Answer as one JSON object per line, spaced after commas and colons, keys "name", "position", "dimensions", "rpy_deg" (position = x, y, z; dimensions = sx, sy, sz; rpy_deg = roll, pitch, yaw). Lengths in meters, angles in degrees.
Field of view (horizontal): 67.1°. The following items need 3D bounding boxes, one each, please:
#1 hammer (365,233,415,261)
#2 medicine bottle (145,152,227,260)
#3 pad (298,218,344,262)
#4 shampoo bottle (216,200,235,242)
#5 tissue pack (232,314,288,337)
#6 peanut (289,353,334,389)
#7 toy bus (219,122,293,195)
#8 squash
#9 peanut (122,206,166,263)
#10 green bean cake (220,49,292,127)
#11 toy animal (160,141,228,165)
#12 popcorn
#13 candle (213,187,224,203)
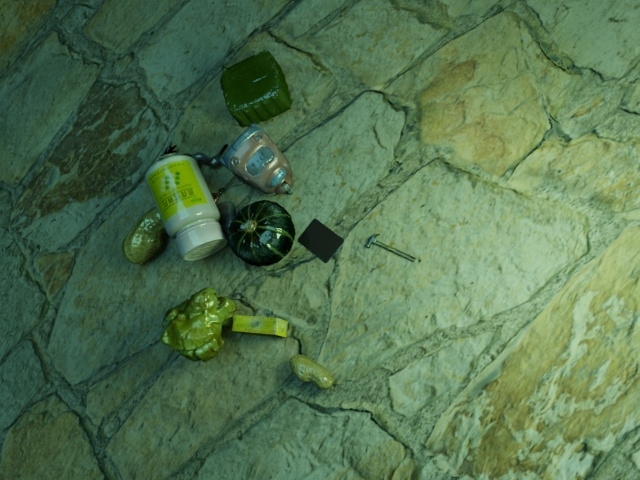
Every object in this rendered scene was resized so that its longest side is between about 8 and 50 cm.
{"name": "hammer", "position": [0.250, 0.028, 1.696], "dimensions": [0.182, 0.017, 0.062], "rpy_deg": [25, 83, 22]}
{"name": "medicine bottle", "position": [-0.517, -0.127, 1.871], "dimensions": [0.214, 0.213, 0.378], "rpy_deg": [-29, 78, 9]}
{"name": "pad", "position": [0.000, 0.000, 1.798], "dimensions": [0.157, 0.003, 0.112], "rpy_deg": [38, 88, 24]}
{"name": "shampoo bottle", "position": [-0.374, -0.073, 1.930], "dimensions": [0.080, 0.040, 0.165], "rpy_deg": [-20, 68, 18]}
{"name": "tissue pack", "position": [-0.216, 0.308, 1.730], "dimensions": [0.176, 0.095, 0.062], "rpy_deg": [2, 74, 19]}
{"name": "peanut", "position": [-0.033, 0.449, 1.634], "dimensions": [0.175, 0.080, 0.080], "rpy_deg": [25, 84, 25]}
{"name": "toy bus", "position": [-0.213, -0.276, 1.806], "dimensions": [0.232, 0.294, 0.197], "rpy_deg": [41, 87, 15]}
{"name": "squash", "position": [-0.218, -0.025, 1.795], "dimensions": [0.252, 0.165, 0.252], "rpy_deg": [-7, 69, 20]}
{"name": "peanut", "position": [-0.692, -0.038, 1.987], "dimensions": [0.147, 0.147, 0.305], "rpy_deg": [28, 80, 24]}
{"name": "green bean cake", "position": [-0.267, -0.621, 1.994], "dimensions": [0.250, 0.156, 0.246], "rpy_deg": [-22, 69, 12]}
{"name": "toy animal", "position": [-0.558, -0.324, 2.043], "dimensions": [0.324, 0.090, 0.195], "rpy_deg": [4, 76, 22]}
{"name": "popcorn", "position": [-0.436, 0.298, 1.742], "dimensions": [0.277, 0.225, 0.276], "rpy_deg": [-11, 59, 20]}
{"name": "candle", "position": [-0.443, -0.147, 1.988], "dimensions": [0.026, 0.021, 0.167], "rpy_deg": [22, 83, 23]}
